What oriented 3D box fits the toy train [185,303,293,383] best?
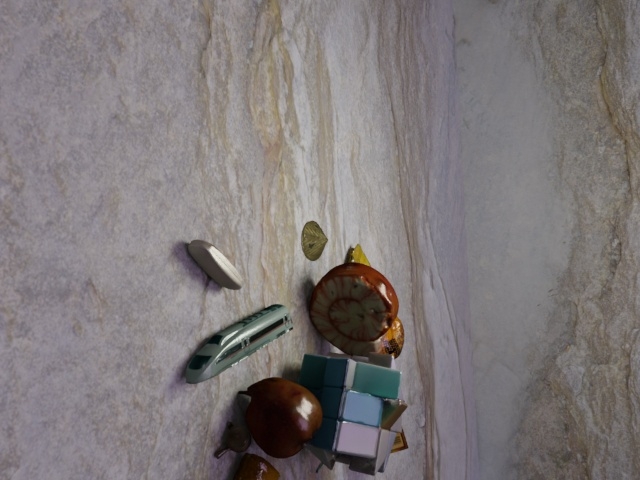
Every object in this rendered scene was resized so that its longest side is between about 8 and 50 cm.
[{"bbox_3d":[-0.228,0.279,1.556,0.407,0.087,0.088,-23,108,-56],"label":"toy train"}]

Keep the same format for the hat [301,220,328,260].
[{"bbox_3d":[0.000,0.000,1.963,0.146,0.067,0.145,9,80,-58],"label":"hat"}]

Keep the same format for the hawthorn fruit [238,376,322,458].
[{"bbox_3d":[-0.126,0.491,1.578,0.208,0.248,0.208,-53,171,-13],"label":"hawthorn fruit"}]

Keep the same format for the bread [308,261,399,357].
[{"bbox_3d":[0.110,0.232,1.897,0.114,0.295,0.327,-43,154,-52],"label":"bread"}]

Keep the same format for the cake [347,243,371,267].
[{"bbox_3d":[0.159,0.100,2.224,0.185,0.080,0.116,35,45,-40],"label":"cake"}]

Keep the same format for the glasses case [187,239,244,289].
[{"bbox_3d":[-0.280,0.068,1.498,0.204,0.081,0.051,56,45,-42],"label":"glasses case"}]

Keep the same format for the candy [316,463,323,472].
[{"bbox_3d":[0.042,0.752,1.994,0.202,0.061,0.061,-44,124,-41],"label":"candy"}]

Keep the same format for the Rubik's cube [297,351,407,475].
[{"bbox_3d":[0.089,0.544,1.778,0.368,0.359,0.387,41,58,-57],"label":"Rubik's cube"}]

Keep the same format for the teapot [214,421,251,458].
[{"bbox_3d":[-0.249,0.561,1.543,0.110,0.085,0.080,-36,147,-22],"label":"teapot"}]

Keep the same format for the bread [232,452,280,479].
[{"bbox_3d":[-0.197,0.703,1.552,0.132,0.103,0.172,60,40,-36],"label":"bread"}]

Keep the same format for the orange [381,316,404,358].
[{"bbox_3d":[0.218,0.367,2.148,0.234,0.182,0.234,35,37,-32],"label":"orange"}]

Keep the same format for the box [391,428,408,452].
[{"bbox_3d":[0.235,0.641,2.104,0.193,0.084,0.301,98,-24,-72],"label":"box"}]
